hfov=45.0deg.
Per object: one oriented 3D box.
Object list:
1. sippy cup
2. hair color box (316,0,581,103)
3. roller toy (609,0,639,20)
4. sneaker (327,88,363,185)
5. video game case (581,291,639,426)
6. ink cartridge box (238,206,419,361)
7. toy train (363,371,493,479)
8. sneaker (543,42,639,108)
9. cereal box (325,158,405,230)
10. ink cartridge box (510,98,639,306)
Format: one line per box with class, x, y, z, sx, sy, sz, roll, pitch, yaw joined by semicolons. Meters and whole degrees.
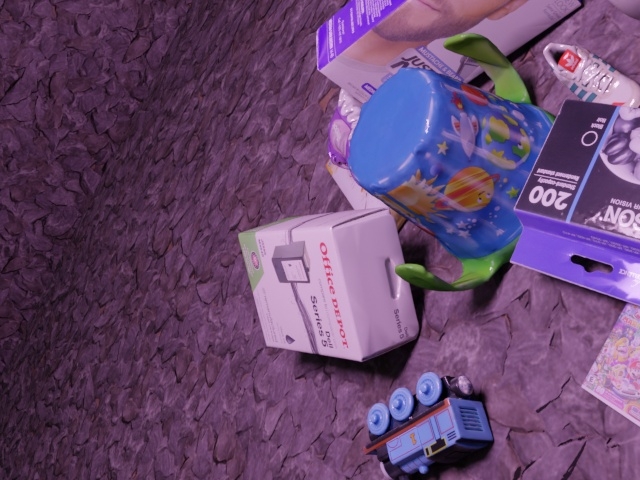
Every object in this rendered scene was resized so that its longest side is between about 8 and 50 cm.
sippy cup;0.167;-0.107;1.006;0.240;0.224;0.305;-46;38;33
hair color box;0.175;-0.323;1.125;0.339;0.185;0.110;-33;43;34
roller toy;0.381;-0.353;0.858;0.146;0.191;0.209;-21;55;52
sneaker;0.060;-0.147;1.242;0.104;0.095;0.236;-53;29;31
video game case;0.334;0.122;0.808;0.122;0.011;0.087;-64;31;7
ink cartridge box;0.005;0.064;1.180;0.273;0.114;0.198;-4;102;57
toy train;0.130;0.242;0.988;0.184;0.080;0.105;-41;46;37
sneaker;0.330;-0.199;0.953;0.057;0.075;0.161;-55;33;21
cereal box;0.104;-0.131;1.289;0.173;0.047;0.240;-56;33;18
ink cartridge box;0.323;-0.047;0.855;0.206;0.045;0.208;21;86;47
